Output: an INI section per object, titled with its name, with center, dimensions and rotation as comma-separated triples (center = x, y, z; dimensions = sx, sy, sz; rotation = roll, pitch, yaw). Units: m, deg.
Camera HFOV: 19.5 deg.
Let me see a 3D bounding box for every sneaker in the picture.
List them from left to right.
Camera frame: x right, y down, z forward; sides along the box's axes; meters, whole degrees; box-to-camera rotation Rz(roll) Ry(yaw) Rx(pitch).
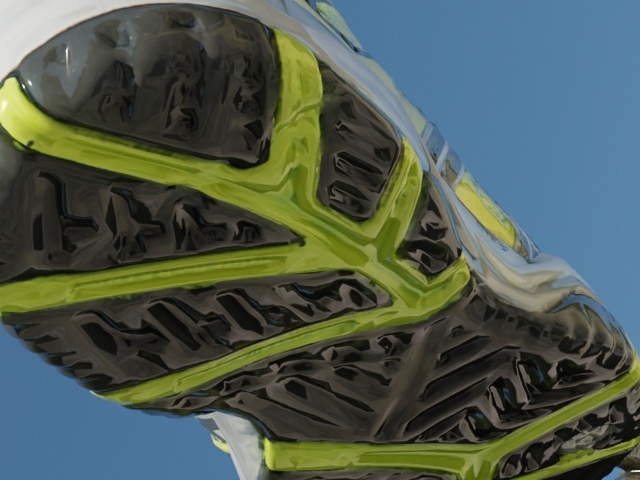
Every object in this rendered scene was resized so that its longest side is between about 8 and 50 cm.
[sneaker]
center = 0.000, 0.000, 0.603
dimensions = 0.145, 0.147, 0.384
rotation = -29, -34, 3

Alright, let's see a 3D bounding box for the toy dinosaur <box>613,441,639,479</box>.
[toy dinosaur]
center = 0.125, 0.143, 0.772
dimensions = 0.313, 0.160, 0.121
rotation = -26, -61, -17
